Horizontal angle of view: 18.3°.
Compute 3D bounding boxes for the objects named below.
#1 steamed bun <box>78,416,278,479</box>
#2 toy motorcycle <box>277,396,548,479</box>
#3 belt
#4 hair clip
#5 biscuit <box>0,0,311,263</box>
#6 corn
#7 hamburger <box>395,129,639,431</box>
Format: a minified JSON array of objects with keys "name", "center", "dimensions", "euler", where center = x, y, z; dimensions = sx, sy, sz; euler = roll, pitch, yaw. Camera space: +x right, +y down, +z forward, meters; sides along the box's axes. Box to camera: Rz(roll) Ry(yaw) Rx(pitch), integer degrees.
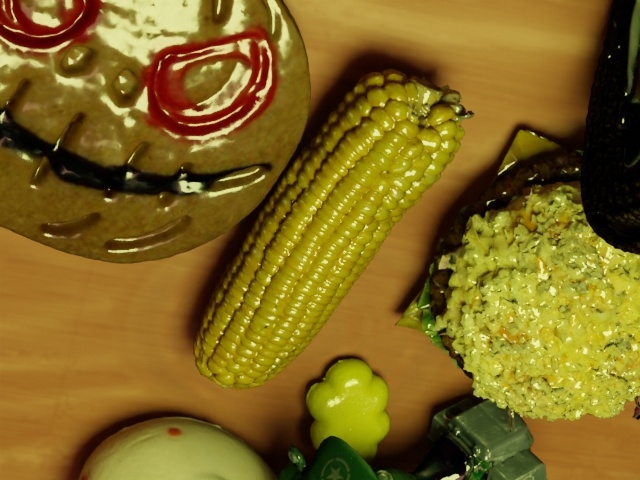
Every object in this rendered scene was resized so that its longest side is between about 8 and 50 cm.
[{"name":"steamed bun","center":[-0.108,0.253,1.653],"dimensions":[0.177,0.131,0.228],"euler":[-26,126,6]},{"name":"toy motorcycle","center":[0.067,0.212,1.628],"dimensions":[0.274,0.125,0.187],"euler":[-26,140,-27]},{"name":"belt","center":[0.280,-0.123,1.447],"dimensions":[0.164,0.184,0.289],"euler":[15,79,-23]},{"name":"hair clip","center":[0.021,0.178,1.687],"dimensions":[0.072,0.046,0.173],"euler":[-5,121,-15]},{"name":"biscuit","center":[-0.167,-0.140,1.431],"dimensions":[0.367,0.063,0.314],"euler":[28,113,-26]},{"name":"corn","center":[-0.003,-0.001,1.534],"dimensions":[0.102,0.102,0.313],"euler":[25,112,-26]},{"name":"hamburger","center":[0.204,0.049,1.593],"dimensions":[0.261,0.139,0.243],"euler":[19,115,-22]}]
